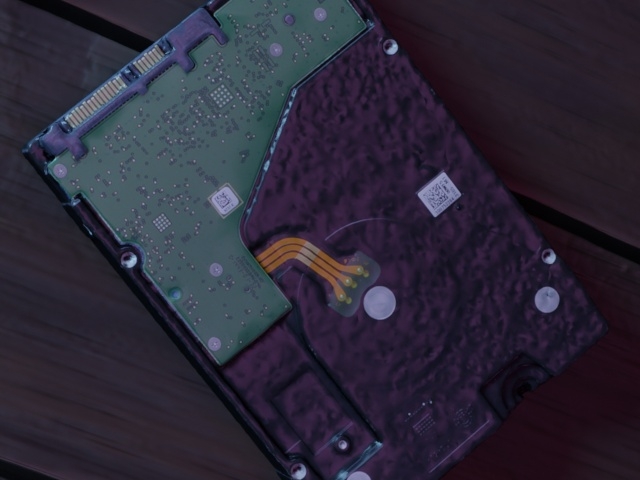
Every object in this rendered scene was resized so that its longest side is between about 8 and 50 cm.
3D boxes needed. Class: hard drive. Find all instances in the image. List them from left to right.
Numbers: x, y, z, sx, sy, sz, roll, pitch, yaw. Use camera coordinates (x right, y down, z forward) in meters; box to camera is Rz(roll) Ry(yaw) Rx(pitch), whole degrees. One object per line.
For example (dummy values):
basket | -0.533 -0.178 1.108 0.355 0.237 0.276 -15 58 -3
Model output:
hard drive | 0.000 0.000 1.242 0.237 0.064 0.339 -41 101 -11
